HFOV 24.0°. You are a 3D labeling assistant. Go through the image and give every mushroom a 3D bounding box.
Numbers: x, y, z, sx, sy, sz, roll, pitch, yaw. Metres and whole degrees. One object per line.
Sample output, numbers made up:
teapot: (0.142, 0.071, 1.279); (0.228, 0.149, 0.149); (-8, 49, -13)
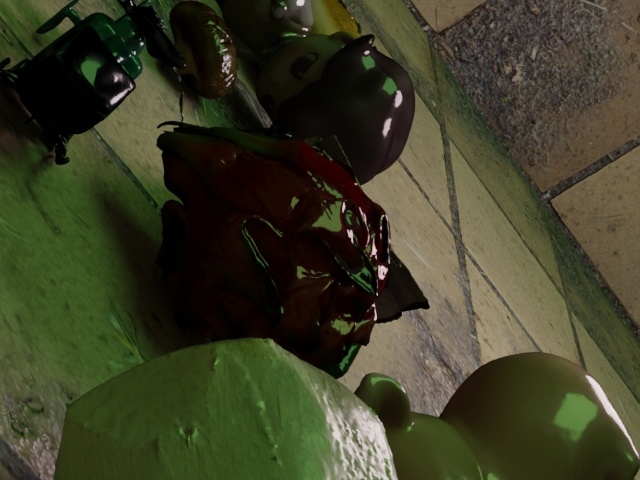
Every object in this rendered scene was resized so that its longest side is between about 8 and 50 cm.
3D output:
mushroom: (-0.140, -0.226, 1.781); (0.126, 0.085, 0.109); (67, 17, 9)

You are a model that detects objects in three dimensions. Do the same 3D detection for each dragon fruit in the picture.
dragon fruit: (-0.055, -0.005, 1.385); (0.293, 0.234, 0.234); (54, 17, -14)

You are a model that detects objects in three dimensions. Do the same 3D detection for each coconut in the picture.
coconut: (-0.069, 0.179, 1.017); (0.245, 0.245, 0.247); (37, 26, -52)

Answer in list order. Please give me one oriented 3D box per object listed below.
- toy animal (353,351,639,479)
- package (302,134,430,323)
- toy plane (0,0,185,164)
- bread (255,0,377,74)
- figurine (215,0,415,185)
toy animal: (0.134, 0.228, 1.406); (0.269, 0.326, 0.237); (35, -28, 7)
package: (0.000, 0.000, 1.566); (0.062, 0.251, 0.204); (-38, 102, -33)
toy plane: (-0.207, -0.165, 1.375); (0.106, 0.155, 0.382); (54, 0, -15)
bread: (-0.027, -0.265, 2.096); (0.156, 0.158, 0.261); (28, 34, -42)
figurine: (-0.031, -0.224, 1.896); (0.365, 0.218, 0.206); (52, 18, -2)
